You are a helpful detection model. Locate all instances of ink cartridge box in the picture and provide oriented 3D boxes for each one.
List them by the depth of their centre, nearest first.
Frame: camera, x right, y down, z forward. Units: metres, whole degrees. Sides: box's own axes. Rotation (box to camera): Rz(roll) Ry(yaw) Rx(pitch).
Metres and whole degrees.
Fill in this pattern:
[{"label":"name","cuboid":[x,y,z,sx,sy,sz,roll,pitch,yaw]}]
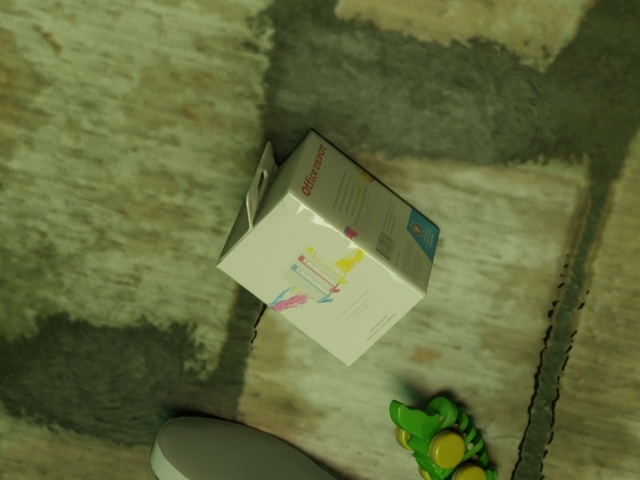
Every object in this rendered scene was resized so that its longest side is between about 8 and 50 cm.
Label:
[{"label":"ink cartridge box","cuboid":[0.000,0.000,1.369,0.143,0.092,0.090,38,121,-12]}]

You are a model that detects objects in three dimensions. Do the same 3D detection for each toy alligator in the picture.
[{"label":"toy alligator","cuboid":[0.114,0.179,1.488,0.051,0.056,0.190,-44,121,-16]}]

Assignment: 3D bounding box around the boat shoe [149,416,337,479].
[{"label":"boat shoe","cuboid":[-0.006,0.248,1.509,0.306,0.113,0.105,25,120,-7]}]
